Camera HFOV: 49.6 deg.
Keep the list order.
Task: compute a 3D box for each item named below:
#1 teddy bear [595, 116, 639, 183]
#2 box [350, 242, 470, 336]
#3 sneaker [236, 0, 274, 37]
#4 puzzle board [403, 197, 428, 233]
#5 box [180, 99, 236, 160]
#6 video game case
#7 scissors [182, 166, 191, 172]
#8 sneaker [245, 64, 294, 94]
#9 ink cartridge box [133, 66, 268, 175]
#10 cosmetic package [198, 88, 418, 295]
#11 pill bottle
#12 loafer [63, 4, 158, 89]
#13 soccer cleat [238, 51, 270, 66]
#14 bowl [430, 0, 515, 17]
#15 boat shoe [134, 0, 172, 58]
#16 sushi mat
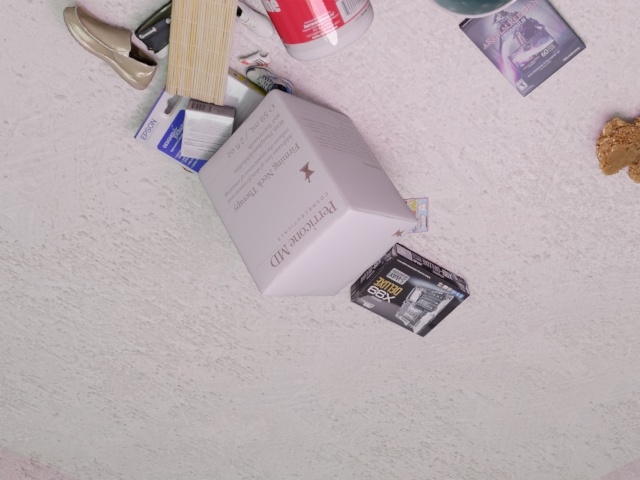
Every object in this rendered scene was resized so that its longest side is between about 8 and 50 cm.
[{"bbox_3d":[0.913,-0.278,1.902,0.337,0.113,0.245,-21,132,7],"label":"teddy bear"},{"bbox_3d":[0.288,0.164,2.247,0.307,0.077,0.242,28,123,-21],"label":"box"},{"bbox_3d":[-0.179,-0.547,1.704,0.152,0.061,0.053,34,119,-25],"label":"sneaker"},{"bbox_3d":[0.281,-0.073,2.105,0.096,0.011,0.128,-4,128,4],"label":"puzzle board"},{"bbox_3d":[-0.293,-0.284,1.809,0.126,0.072,0.137,9,123,-8],"label":"box"},{"bbox_3d":[0.512,-0.517,1.751,0.274,0.026,0.196,37,119,-26],"label":"video game case"},{"bbox_3d":[-0.249,-0.224,1.985,0.297,0.021,0.109,7,125,-7],"label":"scissors"},{"bbox_3d":[-0.131,-0.413,1.809,0.135,0.058,0.052,20,125,-14],"label":"sneaker"},{"bbox_3d":[-0.294,-0.320,1.868,0.307,0.072,0.304,32,118,-18],"label":"ink cartridge box"},{"bbox_3d":[-0.033,-0.108,1.766,0.329,0.394,0.327,-43,153,25],"label":"cosmetic package"},{"bbox_3d":[-0.055,-0.629,1.533,0.229,0.229,0.408,-20,125,15],"label":"pill bottle"},{"bbox_3d":[-0.515,-0.494,1.726,0.092,0.102,0.268,-33,130,22],"label":"loafer"},{"bbox_3d":[-0.170,-0.470,1.785,0.083,0.029,0.036,3,119,-6],"label":"soccer cleat"},{"bbox_3d":[0.366,-0.650,1.513,0.311,0.163,0.312,12,112,31],"label":"bowl"},{"bbox_3d":[-0.327,-0.558,1.661,0.302,0.114,0.091,-36,125,24],"label":"boat shoe"},{"bbox_3d":[-0.292,-0.465,1.673,0.151,0.019,0.317,10,138,-8],"label":"sushi mat"}]
